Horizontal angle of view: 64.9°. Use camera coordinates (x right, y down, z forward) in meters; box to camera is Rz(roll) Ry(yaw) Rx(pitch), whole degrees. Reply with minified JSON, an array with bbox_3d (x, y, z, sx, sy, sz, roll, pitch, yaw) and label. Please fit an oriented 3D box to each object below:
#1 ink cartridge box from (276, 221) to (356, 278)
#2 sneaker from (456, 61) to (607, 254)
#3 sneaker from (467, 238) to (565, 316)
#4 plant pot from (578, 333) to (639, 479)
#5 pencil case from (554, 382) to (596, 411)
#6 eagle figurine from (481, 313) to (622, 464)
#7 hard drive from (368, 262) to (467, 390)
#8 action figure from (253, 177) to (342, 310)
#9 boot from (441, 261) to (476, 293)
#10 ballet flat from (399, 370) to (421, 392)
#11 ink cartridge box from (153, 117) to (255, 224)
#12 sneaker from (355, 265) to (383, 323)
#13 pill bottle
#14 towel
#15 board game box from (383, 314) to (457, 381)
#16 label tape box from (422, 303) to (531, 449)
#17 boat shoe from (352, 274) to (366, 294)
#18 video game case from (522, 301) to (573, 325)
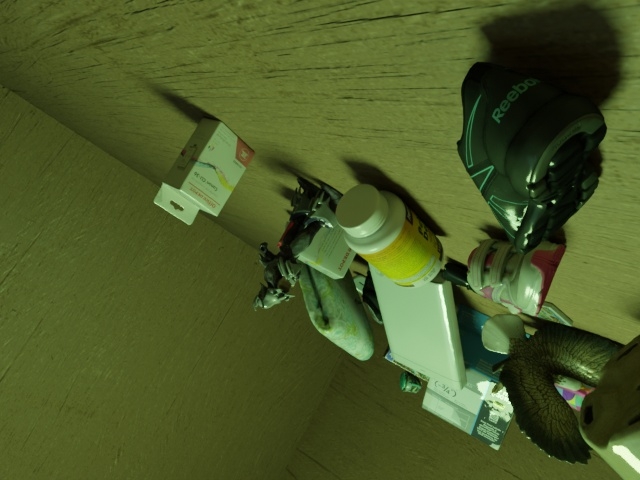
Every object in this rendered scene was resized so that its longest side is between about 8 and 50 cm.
[{"bbox_3d":[0.000,0.000,1.236,0.176,0.128,0.127,30,171,-4],"label":"ink cartridge box"},{"bbox_3d":[0.192,-0.071,0.472,0.106,0.101,0.267,49,-178,28],"label":"sneaker"},{"bbox_3d":[0.276,0.049,0.753,0.111,0.103,0.252,25,170,12],"label":"sneaker"},{"bbox_3d":[0.554,0.286,0.682,0.305,0.334,0.334,39,173,10],"label":"plant pot"},{"bbox_3d":[0.751,0.462,1.580,0.104,0.104,0.236,35,167,-34],"label":"pencil case"},{"bbox_3d":[0.498,0.289,1.082,0.225,0.227,0.298,-6,-169,-3],"label":"eagle figurine"},{"bbox_3d":[0.255,0.213,1.317,0.233,0.047,0.353,17,133,45],"label":"hard drive"},{"bbox_3d":[-0.062,0.017,1.022,0.099,0.285,0.185,34,169,-28],"label":"action figure"},{"bbox_3d":[0.296,0.074,1.021,0.099,0.045,0.121,28,172,25],"label":"boot"},{"bbox_3d":[0.298,0.470,1.652,0.070,0.070,0.188,28,175,8],"label":"ballet flat"},{"bbox_3d":[-0.232,-0.130,1.013,0.067,0.198,0.115,22,169,39],"label":"ink cartridge box"},{"bbox_3d":[0.234,0.190,1.482,0.268,0.153,0.101,28,171,4],"label":"sneaker"},{"bbox_3d":[0.120,-0.008,0.873,0.117,0.117,0.215,19,167,46],"label":"pill bottle"},{"bbox_3d":[0.027,0.144,1.464,0.320,0.090,0.375,42,-156,-54],"label":"towel"},{"bbox_3d":[0.388,0.353,1.656,0.291,0.232,0.141,28,171,9],"label":"board game box"},{"bbox_3d":[0.438,0.379,1.399,0.240,0.334,0.106,24,-146,28],"label":"label tape box"},{"bbox_3d":[0.212,0.200,1.888,0.226,0.083,0.076,42,180,-9],"label":"boat shoe"},{"bbox_3d":[0.440,0.138,1.030,0.087,0.011,0.122,35,169,-29],"label":"video game case"}]
